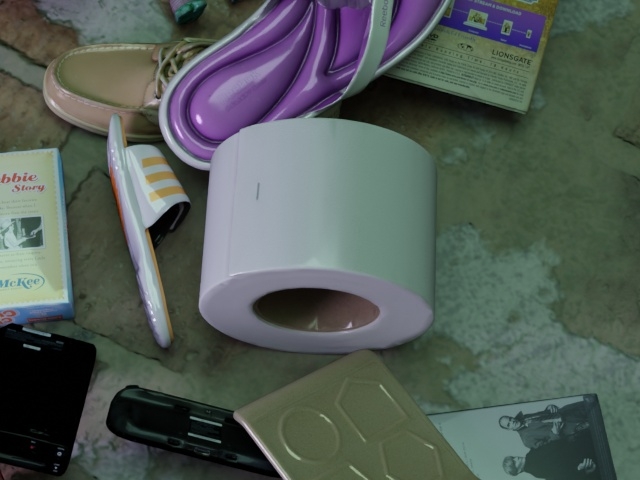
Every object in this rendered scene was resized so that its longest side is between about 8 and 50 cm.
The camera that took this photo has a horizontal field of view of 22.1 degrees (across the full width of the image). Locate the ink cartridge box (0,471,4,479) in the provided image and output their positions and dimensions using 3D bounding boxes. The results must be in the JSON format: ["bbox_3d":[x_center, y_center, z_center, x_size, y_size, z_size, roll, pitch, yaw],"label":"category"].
[{"bbox_3d":[-0.326,0.329,1.598,0.078,0.134,0.231,-15,67,-9],"label":"ink cartridge box"}]

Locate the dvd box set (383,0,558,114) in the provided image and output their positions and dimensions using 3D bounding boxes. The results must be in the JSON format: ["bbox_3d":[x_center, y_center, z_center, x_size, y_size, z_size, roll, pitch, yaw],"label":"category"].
[{"bbox_3d":[0.143,-0.382,1.844,0.308,0.062,0.420,13,96,-14],"label":"dvd box set"}]

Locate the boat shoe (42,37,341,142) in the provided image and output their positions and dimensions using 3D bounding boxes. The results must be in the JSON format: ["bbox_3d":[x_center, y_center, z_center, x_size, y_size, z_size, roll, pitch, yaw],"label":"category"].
[{"bbox_3d":[-0.144,-0.183,1.850,0.341,0.110,0.121,3,66,-3],"label":"boat shoe"}]

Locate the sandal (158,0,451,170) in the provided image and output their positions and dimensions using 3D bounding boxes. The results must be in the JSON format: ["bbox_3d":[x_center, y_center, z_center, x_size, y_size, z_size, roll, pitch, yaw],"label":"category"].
[{"bbox_3d":[0.007,-0.225,1.748,0.416,0.102,0.169,-45,96,-1],"label":"sandal"}]

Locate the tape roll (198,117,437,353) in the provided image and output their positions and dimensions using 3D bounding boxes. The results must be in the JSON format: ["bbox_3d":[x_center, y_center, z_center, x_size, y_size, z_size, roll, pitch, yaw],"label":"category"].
[{"bbox_3d":[0.000,0.000,1.708,0.246,0.246,0.169,5,66,-2],"label":"tape roll"}]

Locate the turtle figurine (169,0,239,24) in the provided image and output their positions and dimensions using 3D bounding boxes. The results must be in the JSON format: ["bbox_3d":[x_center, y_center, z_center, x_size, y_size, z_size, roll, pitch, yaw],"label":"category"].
[{"bbox_3d":[-0.173,-0.379,1.934,0.175,0.118,0.234,-29,86,0],"label":"turtle figurine"}]

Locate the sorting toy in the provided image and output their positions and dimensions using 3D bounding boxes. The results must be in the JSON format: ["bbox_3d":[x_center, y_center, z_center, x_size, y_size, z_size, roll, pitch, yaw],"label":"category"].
[{"bbox_3d":[0.038,0.218,1.667,0.193,0.038,0.208,-23,61,-39],"label":"sorting toy"}]

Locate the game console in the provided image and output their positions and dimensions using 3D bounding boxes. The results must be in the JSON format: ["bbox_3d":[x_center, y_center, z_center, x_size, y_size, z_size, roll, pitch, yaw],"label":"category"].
[{"bbox_3d":[-0.198,0.184,1.663,0.361,0.044,0.213,15,24,-6],"label":"game console"}]

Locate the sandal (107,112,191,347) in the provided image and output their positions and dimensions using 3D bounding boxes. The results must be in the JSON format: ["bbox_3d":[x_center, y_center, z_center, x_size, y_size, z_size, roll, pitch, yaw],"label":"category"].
[{"bbox_3d":[-0.175,-0.014,1.788,0.076,0.102,0.265,-13,76,-11],"label":"sandal"}]

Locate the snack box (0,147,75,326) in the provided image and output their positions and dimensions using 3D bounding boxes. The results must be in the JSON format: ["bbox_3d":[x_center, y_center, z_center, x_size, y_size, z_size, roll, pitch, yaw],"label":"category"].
[{"bbox_3d":[-0.435,0.007,1.773,0.322,0.060,0.187,-5,68,-6],"label":"snack box"}]

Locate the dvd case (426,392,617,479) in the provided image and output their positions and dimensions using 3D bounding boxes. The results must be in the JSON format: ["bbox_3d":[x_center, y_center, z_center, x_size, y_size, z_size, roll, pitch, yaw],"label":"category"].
[{"bbox_3d":[0.194,0.261,1.723,0.239,0.029,0.179,-7,67,-6],"label":"dvd case"}]
